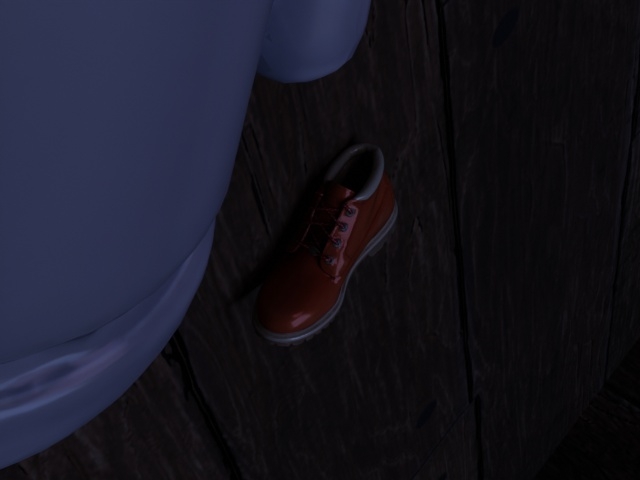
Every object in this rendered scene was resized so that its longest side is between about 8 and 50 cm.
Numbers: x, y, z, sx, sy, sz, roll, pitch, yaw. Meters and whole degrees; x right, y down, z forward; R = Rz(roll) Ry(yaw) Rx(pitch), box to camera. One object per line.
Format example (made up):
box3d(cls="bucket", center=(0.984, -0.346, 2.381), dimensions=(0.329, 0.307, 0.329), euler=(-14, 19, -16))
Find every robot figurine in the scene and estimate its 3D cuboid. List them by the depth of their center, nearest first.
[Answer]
box3d(cls="robot figurine", center=(-0.110, -0.077, 0.409), dimensions=(0.300, 0.200, 0.353), euler=(-9, 137, -27))

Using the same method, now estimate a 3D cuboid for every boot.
box3d(cls="boot", center=(0.000, 0.000, 1.194), dimensions=(0.158, 0.059, 0.085), euler=(-55, 158, -29))
